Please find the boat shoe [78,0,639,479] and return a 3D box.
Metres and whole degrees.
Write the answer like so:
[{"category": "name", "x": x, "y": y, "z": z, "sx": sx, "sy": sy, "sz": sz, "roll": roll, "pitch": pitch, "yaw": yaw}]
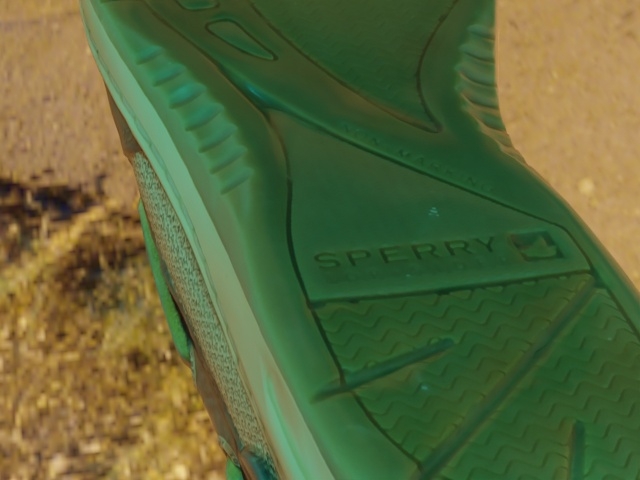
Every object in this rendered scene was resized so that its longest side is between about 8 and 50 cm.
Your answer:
[{"category": "boat shoe", "x": 0.000, "y": 0.000, "z": 0.497, "sx": 0.123, "sy": 0.342, "sz": 0.123, "roll": -4, "pitch": 130, "yaw": -19}]
